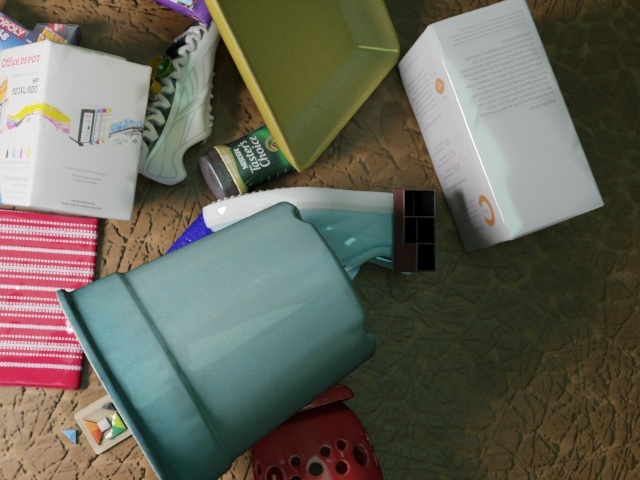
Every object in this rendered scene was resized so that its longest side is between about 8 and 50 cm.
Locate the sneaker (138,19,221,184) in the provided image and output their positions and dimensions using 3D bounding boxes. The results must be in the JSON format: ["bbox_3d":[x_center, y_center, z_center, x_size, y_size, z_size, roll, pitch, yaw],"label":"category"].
[{"bbox_3d":[-0.216,-0.224,1.589,0.118,0.110,0.292,29,80,-21],"label":"sneaker"}]

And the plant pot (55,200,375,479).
[{"bbox_3d":[-0.128,0.132,1.367,0.334,0.341,0.341,-31,89,-12],"label":"plant pot"}]

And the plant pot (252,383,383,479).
[{"bbox_3d":[-0.017,0.316,1.504,0.191,0.191,0.174,-16,79,-10],"label":"plant pot"}]

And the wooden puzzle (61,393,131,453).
[{"bbox_3d":[-0.333,0.282,1.544,0.116,0.014,0.079,-38,90,-11],"label":"wooden puzzle"}]

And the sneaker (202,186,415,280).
[{"bbox_3d":[0.000,0.000,1.552,0.365,0.135,0.150,0,82,-18],"label":"sneaker"}]

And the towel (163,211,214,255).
[{"bbox_3d":[-0.185,0.128,1.555,0.227,0.076,0.308,39,79,-3],"label":"towel"}]

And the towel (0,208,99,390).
[{"bbox_3d":[-0.454,0.090,1.541,0.198,0.031,0.275,6,82,-9],"label":"towel"}]

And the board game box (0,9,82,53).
[{"bbox_3d":[-0.473,-0.280,1.568,0.194,0.060,0.194,34,78,-3],"label":"board game box"}]

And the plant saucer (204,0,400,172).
[{"bbox_3d":[-0.034,-0.330,1.522,0.333,0.081,0.333,-52,132,-33],"label":"plant saucer"}]

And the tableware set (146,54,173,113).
[{"bbox_3d":[-0.285,-0.248,1.554,0.024,0.154,0.104,35,79,-37],"label":"tableware set"}]

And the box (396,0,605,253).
[{"bbox_3d":[0.276,-0.174,1.593,0.168,0.215,0.345,-19,87,-11],"label":"box"}]

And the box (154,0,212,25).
[{"bbox_3d":[-0.235,-0.471,1.543,0.293,0.057,0.201,30,87,30],"label":"box"}]

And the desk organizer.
[{"bbox_3d":[0.145,-0.015,1.539,0.047,0.050,0.130,1,89,-41],"label":"desk organizer"}]

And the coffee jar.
[{"bbox_3d":[-0.100,-0.132,1.598,0.184,0.079,0.096,-29,88,-11],"label":"coffee jar"}]

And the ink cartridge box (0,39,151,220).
[{"bbox_3d":[-0.374,-0.157,1.469,0.168,0.171,0.233,8,88,-41],"label":"ink cartridge box"}]
